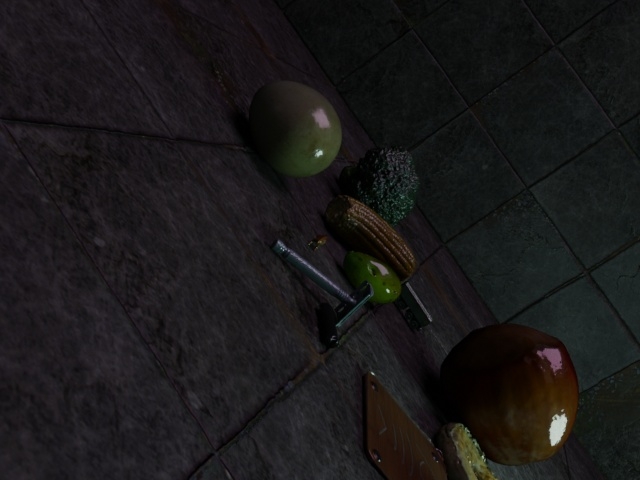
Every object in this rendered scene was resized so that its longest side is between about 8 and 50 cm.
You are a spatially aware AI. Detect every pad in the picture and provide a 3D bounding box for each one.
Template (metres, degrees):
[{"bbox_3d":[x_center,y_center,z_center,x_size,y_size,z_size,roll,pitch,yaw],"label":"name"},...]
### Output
[{"bbox_3d":[0.172,0.421,1.430,0.284,0.018,0.286,51,16,-15],"label":"pad"}]

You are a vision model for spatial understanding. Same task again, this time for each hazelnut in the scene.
[{"bbox_3d":[0.470,0.381,1.862,0.366,0.366,0.366,50,16,-19],"label":"hazelnut"}]

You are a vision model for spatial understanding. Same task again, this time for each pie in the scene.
[{"bbox_3d":[0.350,0.528,1.668,0.274,0.055,0.274,49,16,-20],"label":"pie"}]

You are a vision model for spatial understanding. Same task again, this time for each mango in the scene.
[{"bbox_3d":[0.127,0.096,1.854,0.178,0.100,0.119,40,-17,-22],"label":"mango"}]

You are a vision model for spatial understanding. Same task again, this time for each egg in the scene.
[{"bbox_3d":[-0.072,-0.289,1.847,0.218,0.218,0.295,36,15,-51],"label":"egg"}]

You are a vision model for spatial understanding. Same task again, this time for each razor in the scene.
[{"bbox_3d":[-0.007,0.072,1.532,0.232,0.106,0.068,40,18,-17],"label":"razor"}]

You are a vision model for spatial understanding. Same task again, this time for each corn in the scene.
[{"bbox_3d":[0.144,-0.005,2.071,0.344,0.131,0.131,41,20,-39],"label":"corn"}]

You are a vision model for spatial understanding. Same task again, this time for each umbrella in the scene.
[{"bbox_3d":[0.016,0.170,1.470,0.133,0.031,0.036,-99,176,-60],"label":"umbrella"}]

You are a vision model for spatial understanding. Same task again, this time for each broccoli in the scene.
[{"bbox_3d":[0.176,-0.165,2.368,0.297,0.297,0.297,11,-27,51],"label":"broccoli"}]

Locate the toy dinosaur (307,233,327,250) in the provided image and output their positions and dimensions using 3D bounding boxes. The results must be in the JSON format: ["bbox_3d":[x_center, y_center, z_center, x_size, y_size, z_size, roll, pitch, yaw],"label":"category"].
[{"bbox_3d":[-0.003,0.002,1.764,0.026,0.041,0.113,52,10,2],"label":"toy dinosaur"}]

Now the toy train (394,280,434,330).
[{"bbox_3d":[0.260,0.188,2.106,0.148,0.071,0.038,57,15,8],"label":"toy train"}]
